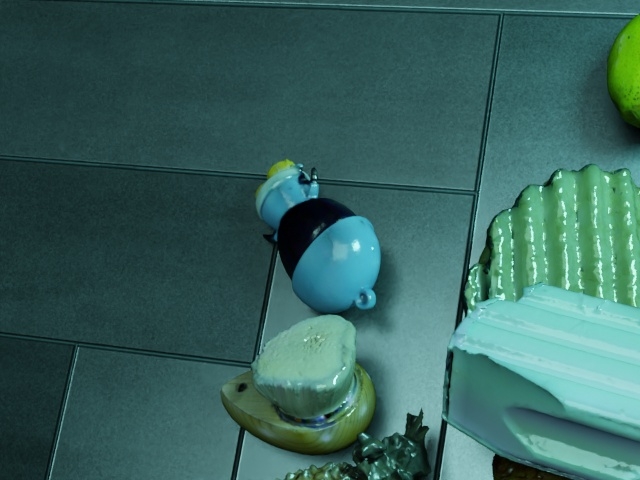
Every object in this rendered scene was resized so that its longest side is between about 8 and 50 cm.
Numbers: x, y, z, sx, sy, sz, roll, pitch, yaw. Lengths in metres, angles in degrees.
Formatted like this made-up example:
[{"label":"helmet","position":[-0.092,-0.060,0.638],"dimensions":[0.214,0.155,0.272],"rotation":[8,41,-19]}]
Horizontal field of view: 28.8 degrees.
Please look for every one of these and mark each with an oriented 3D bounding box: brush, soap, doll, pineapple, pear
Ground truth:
[{"label":"brush","position":[-0.052,0.227,1.955],"dimensions":[0.266,0.166,0.174],"rotation":[-4,43,23]},{"label":"soap","position":[0.406,0.211,1.738],"dimensions":[0.446,0.156,0.261],"rotation":[14,37,20]},{"label":"doll","position":[0.000,0.000,2.053],"dimensions":[0.177,0.141,0.314],"rotation":[-56,51,28]},{"label":"pineapple","position":[0.046,0.404,1.877],"dimensions":[0.357,0.223,0.223],"rotation":[-37,67,-5]},{"label":"pear","position":[0.536,-0.264,1.958],"dimensions":[0.187,0.187,0.220],"rotation":[22,65,21]}]

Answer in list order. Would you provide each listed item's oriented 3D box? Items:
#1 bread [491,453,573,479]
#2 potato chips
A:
[{"label":"bread","position":[0.361,0.367,1.779],"dimensions":[0.232,0.246,0.135],"rotation":[5,99,26]},{"label":"potato chips","position":[0.400,0.086,1.954],"dimensions":[0.358,0.070,0.429],"rotation":[-2,74,11]}]
